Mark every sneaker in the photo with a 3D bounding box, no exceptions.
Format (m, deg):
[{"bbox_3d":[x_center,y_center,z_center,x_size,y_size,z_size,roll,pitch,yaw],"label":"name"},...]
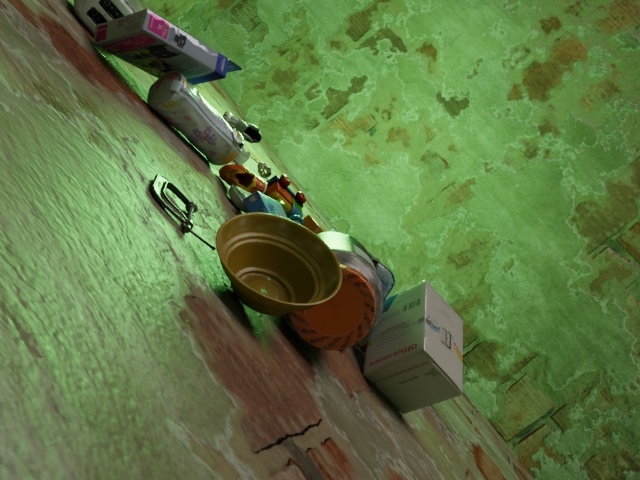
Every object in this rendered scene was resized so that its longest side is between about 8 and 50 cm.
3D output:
[{"bbox_3d":[-0.290,-0.319,2.298,0.152,0.061,0.054,47,8,-20],"label":"sneaker"},{"bbox_3d":[-0.203,-0.164,1.761,0.175,0.064,0.067,23,-7,43],"label":"sneaker"},{"bbox_3d":[-0.258,-0.353,2.359,0.132,0.086,0.229,24,-4,7],"label":"sneaker"}]

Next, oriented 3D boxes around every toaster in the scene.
[{"bbox_3d":[-0.513,-0.553,1.736,0.227,0.129,0.146,50,9,-28],"label":"toaster"}]

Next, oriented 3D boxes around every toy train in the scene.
[{"bbox_3d":[-0.140,-0.138,2.172,0.248,0.105,0.143,46,20,-37],"label":"toy train"}]

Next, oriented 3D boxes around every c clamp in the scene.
[{"bbox_3d":[-0.238,-0.053,1.190,0.137,0.022,0.161,42,10,-24],"label":"c clamp"}]

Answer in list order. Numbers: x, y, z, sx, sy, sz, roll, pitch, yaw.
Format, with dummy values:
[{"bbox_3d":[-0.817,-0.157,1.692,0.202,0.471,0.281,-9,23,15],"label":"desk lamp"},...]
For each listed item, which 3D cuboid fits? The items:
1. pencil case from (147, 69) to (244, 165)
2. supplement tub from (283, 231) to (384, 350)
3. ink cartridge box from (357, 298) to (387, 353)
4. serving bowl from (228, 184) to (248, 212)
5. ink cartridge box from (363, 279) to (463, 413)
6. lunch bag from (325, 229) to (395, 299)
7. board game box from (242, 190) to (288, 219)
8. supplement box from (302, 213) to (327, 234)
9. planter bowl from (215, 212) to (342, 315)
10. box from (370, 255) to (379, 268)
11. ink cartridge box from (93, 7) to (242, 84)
[{"bbox_3d":[-0.307,-0.300,1.745,0.124,0.113,0.273,25,-13,44],"label":"pencil case"},{"bbox_3d":[0.021,0.096,1.362,0.194,0.193,0.316,50,6,-6],"label":"supplement tub"},{"bbox_3d":[0.122,0.193,1.817,0.231,0.134,0.078,49,5,-12],"label":"ink cartridge box"},{"bbox_3d":[-0.200,-0.097,1.720,0.083,0.027,0.083,49,6,-7],"label":"serving bowl"},{"bbox_3d":[0.224,0.253,1.653,0.168,0.171,0.233,46,33,-24],"label":"ink cartridge box"},{"bbox_3d":[0.055,0.094,1.686,0.219,0.176,0.090,38,-8,-22],"label":"lunch bag"},{"bbox_3d":[-0.111,-0.029,1.728,0.160,0.047,0.210,64,8,10],"label":"board game box"},{"bbox_3d":[0.000,0.000,2.426,0.080,0.078,0.233,51,4,36],"label":"supplement box"},{"bbox_3d":[-0.080,0.057,1.147,0.217,0.090,0.217,18,36,-14],"label":"planter bowl"},{"bbox_3d":[0.084,0.136,1.596,0.036,0.207,0.114,19,3,7],"label":"box"},{"bbox_3d":[-0.359,-0.442,1.678,0.185,0.065,0.311,0,-11,38],"label":"ink cartridge box"}]
